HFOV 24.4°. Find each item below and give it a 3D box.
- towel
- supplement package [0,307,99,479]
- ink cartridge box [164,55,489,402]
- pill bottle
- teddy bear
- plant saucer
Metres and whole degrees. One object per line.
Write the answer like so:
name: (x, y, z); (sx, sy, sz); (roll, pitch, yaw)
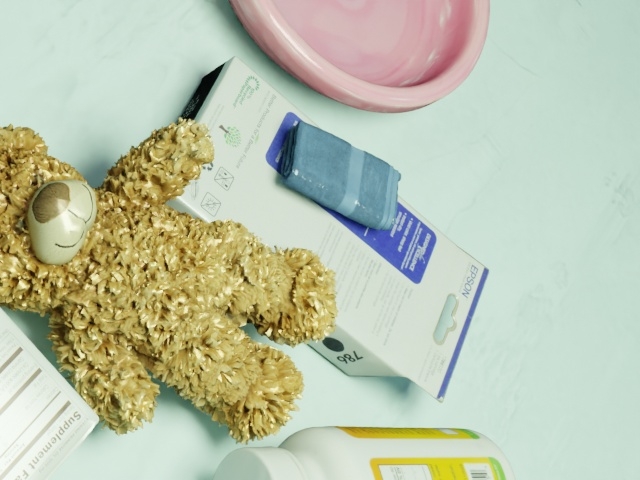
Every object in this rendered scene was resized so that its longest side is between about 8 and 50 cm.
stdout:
towel: (0.018, -0.055, 1.319); (0.119, 0.029, 0.067); (26, 58, -29)
supplement package: (-0.299, 0.091, 1.016); (0.244, 0.139, 0.134); (51, 50, -13)
ink cartridge box: (0.000, 0.000, 1.344); (0.332, 0.065, 0.165); (39, 53, -19)
pill bottle: (0.035, 0.223, 1.236); (0.245, 0.136, 0.136); (6, 69, -37)
teddy bear: (-0.130, 0.032, 1.168); (0.245, 0.113, 0.338); (-49, 112, -12)
plant saucer: (0.020, -0.274, 1.453); (0.332, 0.084, 0.332); (16, 63, -34)
